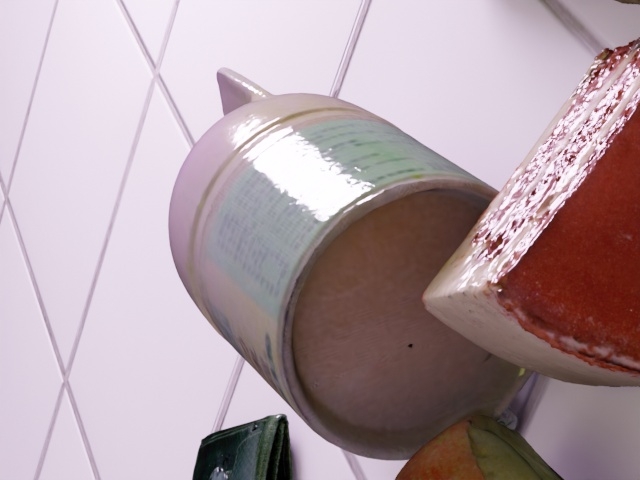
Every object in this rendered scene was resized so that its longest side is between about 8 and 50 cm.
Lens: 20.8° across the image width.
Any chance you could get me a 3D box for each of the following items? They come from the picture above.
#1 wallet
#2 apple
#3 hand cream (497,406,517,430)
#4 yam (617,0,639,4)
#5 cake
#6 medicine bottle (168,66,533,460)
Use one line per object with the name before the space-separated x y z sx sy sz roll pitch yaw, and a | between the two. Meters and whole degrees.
wallet | -0.094 0.273 1.847 0.236 0.055 0.160 154 125 -62
apple | 0.125 0.235 1.242 0.188 0.174 0.207 43 169 38
hand cream | 0.109 0.209 1.440 0.194 0.042 0.067 -69 27 21
yam | 0.170 -0.237 1.365 0.371 0.083 0.083 34 115 60
cake | 0.168 -0.032 1.228 0.158 0.159 0.262 163 112 -66
medicine bottle | 0.000 0.000 1.486 0.406 0.235 0.236 38 119 60
